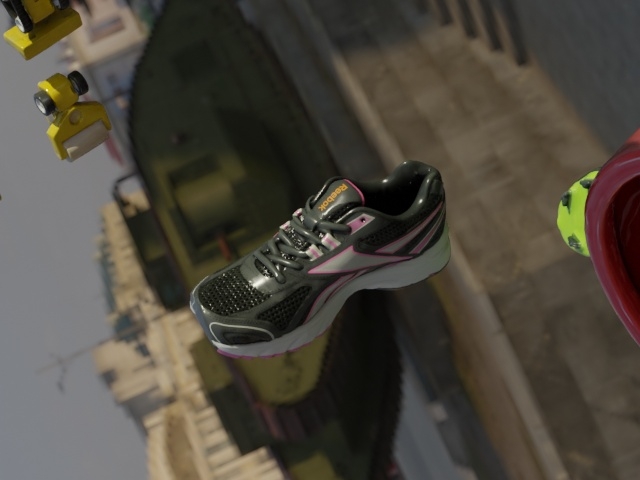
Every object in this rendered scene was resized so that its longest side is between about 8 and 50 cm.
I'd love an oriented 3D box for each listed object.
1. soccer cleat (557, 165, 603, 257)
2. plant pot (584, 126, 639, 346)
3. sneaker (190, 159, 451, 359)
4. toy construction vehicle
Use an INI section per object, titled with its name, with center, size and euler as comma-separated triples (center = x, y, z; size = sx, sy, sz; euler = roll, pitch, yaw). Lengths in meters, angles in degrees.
[soccer cleat]
center = 0.214, -0.025, 0.938
size = 0.179, 0.072, 0.060
euler = -20, 75, 56
[plant pot]
center = 0.239, -0.016, 0.679
size = 0.191, 0.174, 0.191
euler = 40, 159, 18
[sneaker]
center = 0.000, 0.000, 0.917
size = 0.072, 0.178, 0.077
euler = 40, 145, 33
[toy construction vehicle]
center = -0.140, -0.070, 0.684
size = 0.035, 0.086, 0.098
euler = 29, 152, 47
